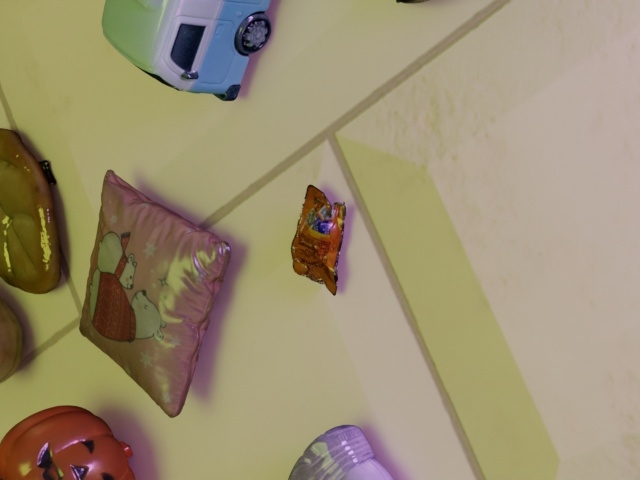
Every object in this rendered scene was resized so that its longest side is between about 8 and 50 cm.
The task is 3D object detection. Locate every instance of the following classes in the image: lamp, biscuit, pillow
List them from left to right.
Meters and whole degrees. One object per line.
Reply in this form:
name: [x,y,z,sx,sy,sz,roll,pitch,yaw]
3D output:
biscuit: [-0.426,-0.033,1.609,0.260,0.041,0.203,53,125,25]
lamp: [-0.312,0.298,1.472,0.187,0.163,0.188,41,144,39]
pillow: [-0.210,0.061,1.402,0.223,0.084,0.236,29,111,37]

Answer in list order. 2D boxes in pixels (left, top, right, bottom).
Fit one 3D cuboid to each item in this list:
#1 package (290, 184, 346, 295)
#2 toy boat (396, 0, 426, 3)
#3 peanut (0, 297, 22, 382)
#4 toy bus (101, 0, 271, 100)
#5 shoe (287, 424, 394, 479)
package: [-0.001,0.000,1.246,0.077,0.033,0.111,23,115,27]
toy boat: [0.136,-0.268,1.080,0.210,0.066,0.084,-21,48,50]
peanut: [-0.545,0.092,1.664,0.319,0.147,0.148,42,120,26]
toy bus: [-0.131,-0.291,1.238,0.133,0.164,0.271,39,119,31]
shoe: [0.003,0.322,1.240,0.137,0.095,0.245,47,116,30]
